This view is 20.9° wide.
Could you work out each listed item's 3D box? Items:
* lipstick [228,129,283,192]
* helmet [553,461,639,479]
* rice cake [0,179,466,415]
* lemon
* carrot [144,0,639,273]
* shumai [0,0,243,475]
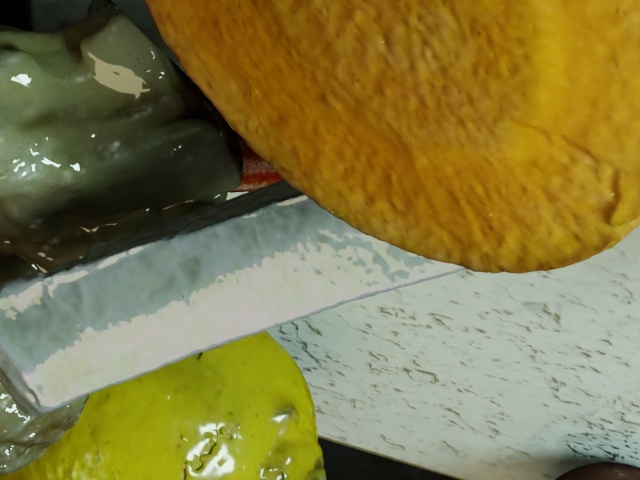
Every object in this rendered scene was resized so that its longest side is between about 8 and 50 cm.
[{"bbox_3d":[0.061,-0.048,0.891,0.274,0.061,0.068,-2,149,32],"label":"lipstick"},{"bbox_3d":[0.212,0.218,1.251,0.155,0.106,0.175,11,158,17],"label":"helmet"},{"bbox_3d":[0.000,0.000,0.818,0.365,0.056,0.072,-19,102,16],"label":"rice cake"},{"bbox_3d":[-0.114,0.131,1.180,0.260,0.204,0.204,13,154,25],"label":"lemon"},{"bbox_3d":[0.039,-0.117,0.643,0.258,0.100,0.307,20,142,29],"label":"carrot"},{"bbox_3d":[-0.195,-0.031,0.964,0.283,0.217,0.346,-39,133,8],"label":"shumai"}]
